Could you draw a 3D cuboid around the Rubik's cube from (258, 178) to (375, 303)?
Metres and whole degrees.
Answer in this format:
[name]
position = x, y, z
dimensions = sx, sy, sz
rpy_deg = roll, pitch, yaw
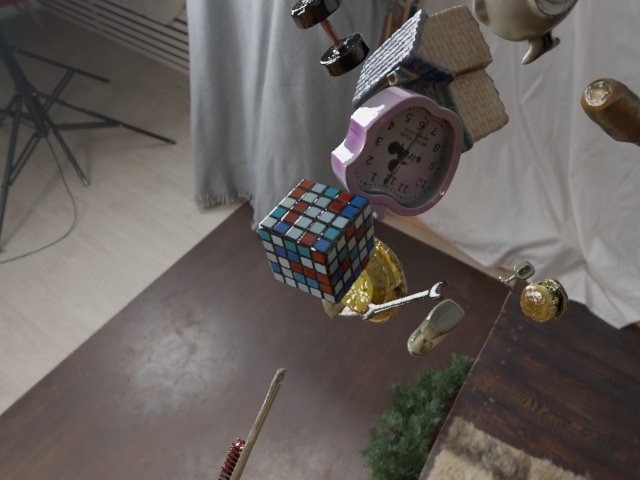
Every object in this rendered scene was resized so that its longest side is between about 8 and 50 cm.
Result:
[Rubik's cube]
position = 0.000, 0.000, 1.047
dimensions = 0.186, 0.182, 0.184
rpy_deg = 20, 53, 27

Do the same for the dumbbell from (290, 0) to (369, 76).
[dumbbell]
position = 0.030, -0.606, 1.357
dimensions = 0.152, 0.218, 0.153
rpy_deg = -25, 35, 20

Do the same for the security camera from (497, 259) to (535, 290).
[security camera]
position = 0.551, 0.094, 1.310
dimensions = 0.092, 0.058, 0.058
rpy_deg = -44, 55, 12

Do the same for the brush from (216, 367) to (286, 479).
[brush]
position = -0.161, 0.432, 1.050
dimensions = 0.050, 0.060, 0.321
rpy_deg = 24, 88, 15

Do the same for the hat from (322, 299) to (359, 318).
[hat]
position = 0.096, 0.173, 1.625
dimensions = 0.144, 0.173, 0.166
rpy_deg = 40, 52, -8

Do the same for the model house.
[model house]
position = 0.330, -0.470, 1.568
dimensions = 0.399, 0.395, 0.446
rpy_deg = -30, 96, -36

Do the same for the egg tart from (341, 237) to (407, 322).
[egg tart]
position = 0.135, 0.125, 1.438
dimensions = 0.115, 0.291, 0.290
rpy_deg = -21, 52, -40

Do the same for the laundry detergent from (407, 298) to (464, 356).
[laundry detergent]
position = 0.368, 0.308, 1.560
dimensions = 0.181, 0.253, 0.091
rpy_deg = -34, 68, -32

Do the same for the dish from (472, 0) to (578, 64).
[dish]
position = 0.365, -0.408, 0.758
dimensions = 0.224, 0.246, 0.078
rpy_deg = -32, 35, -1

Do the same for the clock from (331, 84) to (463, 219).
[clock]
position = 0.200, -0.212, 1.200
dimensions = 0.338, 0.339, 0.102
rpy_deg = -15, 36, -16

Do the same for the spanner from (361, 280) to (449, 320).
[spanner]
position = 0.192, 0.146, 1.108
dimensions = 0.015, 0.254, 0.054
rpy_deg = 42, 46, -23

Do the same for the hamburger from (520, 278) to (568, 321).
[hamburger]
position = 0.843, 0.223, 1.757
dimensions = 0.131, 0.185, 0.159
rpy_deg = 0, 47, -21

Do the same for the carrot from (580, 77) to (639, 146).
[carrot]
position = 0.528, -0.183, 0.769
dimensions = 0.342, 0.070, 0.070
rpy_deg = 12, 42, -34
